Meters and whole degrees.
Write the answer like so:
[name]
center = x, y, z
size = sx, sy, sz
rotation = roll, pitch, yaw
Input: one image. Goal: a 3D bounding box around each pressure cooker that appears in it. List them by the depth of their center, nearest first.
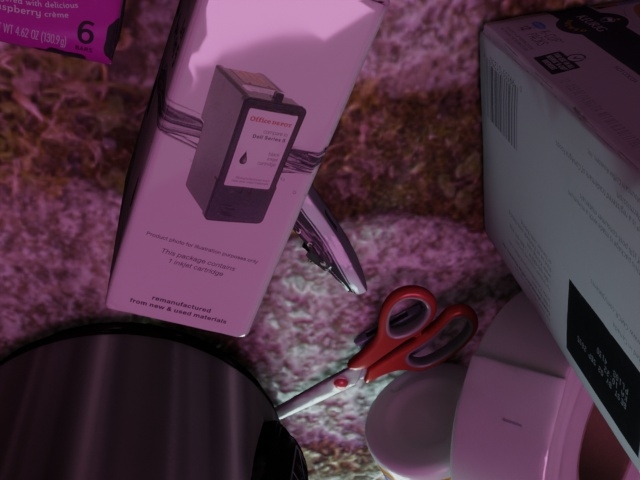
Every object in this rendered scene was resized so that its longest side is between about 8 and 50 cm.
[pressure cooker]
center = -0.195, 0.333, 0.714
size = 0.370, 0.420, 0.375
rotation = 30, 113, -23

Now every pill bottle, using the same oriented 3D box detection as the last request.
[pill bottle]
center = 0.166, 0.284, 0.909
size = 0.152, 0.152, 0.272
rotation = -24, 124, 6

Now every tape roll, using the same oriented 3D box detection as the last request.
[tape roll]
center = 0.251, 0.190, 0.796
size = 0.286, 0.100, 0.286
rotation = -12, 107, -45

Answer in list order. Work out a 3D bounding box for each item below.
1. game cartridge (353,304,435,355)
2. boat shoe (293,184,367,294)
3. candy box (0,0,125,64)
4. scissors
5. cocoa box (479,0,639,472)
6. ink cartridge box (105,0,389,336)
[game cartridge]
center = 0.085, 0.109, 0.862
size = 0.083, 0.017, 0.056
rotation = -30, 127, 10
[boat shoe]
center = 0.000, 0.000, 0.759
size = 0.040, 0.049, 0.142
rotation = -26, 117, 14
[candy box]
center = -0.203, -0.256, 0.538
size = 0.159, 0.071, 0.233
rotation = 9, 120, -15
[scissors]
center = 0.043, 0.154, 0.864
size = 0.109, 0.021, 0.297
rotation = 33, 117, -25
[cocoa box]
center = 0.290, -0.030, 0.607
size = 0.228, 0.347, 0.231
rotation = -11, 123, -3
[ink cartridge box]
center = -0.067, -0.099, 0.588
size = 0.115, 0.198, 0.273
rotation = 15, 119, -18
